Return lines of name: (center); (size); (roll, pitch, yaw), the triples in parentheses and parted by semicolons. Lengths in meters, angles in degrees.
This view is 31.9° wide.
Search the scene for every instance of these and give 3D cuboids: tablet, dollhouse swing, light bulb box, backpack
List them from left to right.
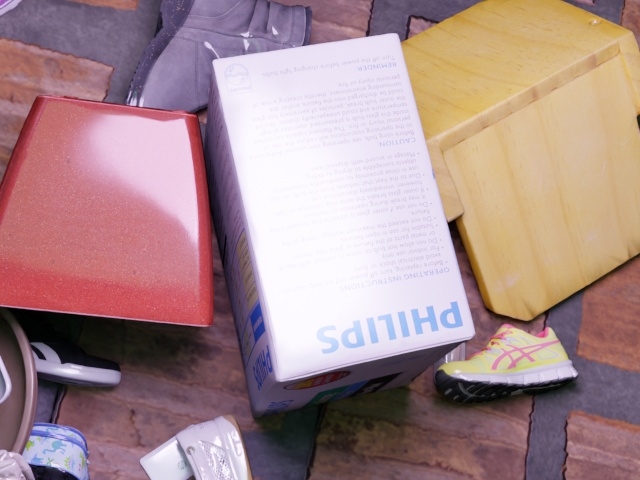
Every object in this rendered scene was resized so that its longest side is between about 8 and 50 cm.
backpack: (-0.331, 0.269, 1.353); (0.105, 0.114, 0.084); (8, 53, -4)
tablet: (-0.182, 0.279, 1.429); (0.083, 0.006, 0.054); (-33, 81, -15)
light bulb box: (0.000, 0.000, 1.353); (0.225, 0.358, 0.361); (-11, 77, -10)
dollhouse swing: (0.262, -0.120, 1.583); (0.347, 0.305, 0.315); (-30, 39, -15)

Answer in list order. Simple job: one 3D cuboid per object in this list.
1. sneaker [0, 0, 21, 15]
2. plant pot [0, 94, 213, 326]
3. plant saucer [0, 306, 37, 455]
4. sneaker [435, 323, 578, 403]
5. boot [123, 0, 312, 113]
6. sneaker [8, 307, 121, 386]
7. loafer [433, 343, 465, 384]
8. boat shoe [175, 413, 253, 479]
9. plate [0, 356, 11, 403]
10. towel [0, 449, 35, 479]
sneaker: (-0.509, -0.314, 1.476); (0.102, 0.161, 0.282); (39, 74, 3)
plant pot: (-0.249, -0.048, 1.342); (0.267, 0.267, 0.235); (7, 95, -7)
plant saucer: (-0.438, 0.194, 1.332); (0.278, 0.041, 0.277); (-8, 73, 27)
sneaker: (0.238, 0.158, 1.485); (0.209, 0.081, 0.094); (-2, 66, -28)
boot: (-0.138, -0.206, 1.526); (0.223, 0.118, 0.338); (20, 76, -8)
sneaker: (-0.351, 0.111, 1.414); (0.217, 0.079, 0.121); (10, 74, -4)
loafer: (0.179, 0.136, 1.508); (0.039, 0.045, 0.125); (13, 78, -22)
boat shoe: (-0.116, 0.357, 1.373); (0.096, 0.098, 0.277); (-13, 68, -10)
plate: (-0.492, 0.139, 1.328); (0.277, 0.045, 0.278); (-35, 63, 15)
towel: (-0.397, 0.342, 1.257); (0.187, 0.282, 0.049); (-11, 43, -10)
